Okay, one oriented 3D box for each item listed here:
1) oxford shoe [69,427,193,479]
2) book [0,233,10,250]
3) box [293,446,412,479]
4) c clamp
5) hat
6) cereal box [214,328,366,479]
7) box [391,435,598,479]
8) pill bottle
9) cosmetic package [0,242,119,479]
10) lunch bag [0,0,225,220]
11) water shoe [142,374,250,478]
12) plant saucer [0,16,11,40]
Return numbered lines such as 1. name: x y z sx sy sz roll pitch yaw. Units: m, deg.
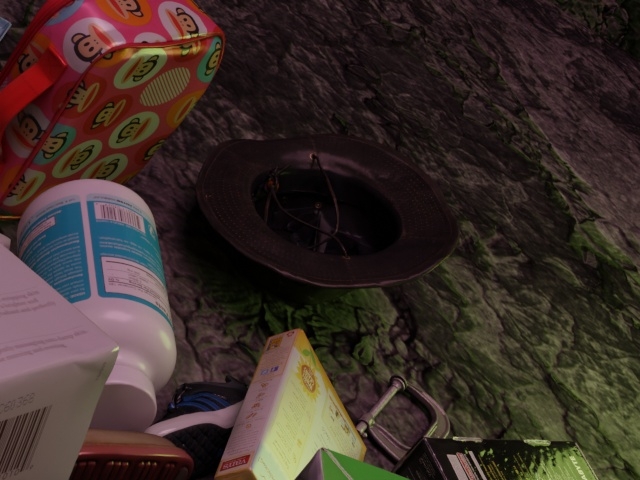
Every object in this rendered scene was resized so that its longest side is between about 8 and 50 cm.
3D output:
1. oxford shoe: -0.271 0.181 1.219 0.348 0.123 0.130 9 36 -40
2. book: -0.365 0.032 1.410 0.096 0.035 0.144 25 31 -26
3. box: 0.055 0.330 1.234 0.262 0.231 0.126 24 34 -21
4. c clamp: 0.086 0.203 1.637 0.137 0.022 0.161 43 32 11
5. hat: 0.000 0.000 1.715 0.331 0.134 0.331 10 35 -7
6. cereal box: -0.025 0.223 1.400 0.173 0.047 0.240 64 23 -22
7. box: 0.251 0.365 1.536 0.257 0.079 0.322 6 43 -38
8. pill bottle: -0.223 0.072 1.383 0.146 0.146 0.264 18 36 -29
9. cosmetic package: -0.374 0.049 1.087 0.385 0.156 0.217 37 26 25
10. lunch bag: -0.261 -0.145 1.495 0.120 0.293 0.258 51 33 13
11. water shoe: -0.130 0.188 1.415 0.080 0.073 0.203 29 20 30
12. plant saucer: -0.436 -0.236 1.704 0.067 0.018 0.192 30 33 -12
